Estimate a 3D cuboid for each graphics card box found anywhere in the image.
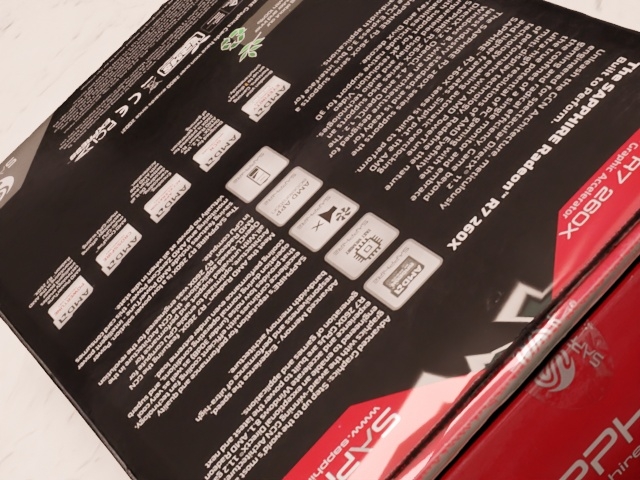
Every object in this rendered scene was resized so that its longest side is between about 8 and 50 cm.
[{"bbox_3d":[0.000,0.000,0.632,0.233,0.094,0.371,-47,34,-6],"label":"graphics card box"}]
